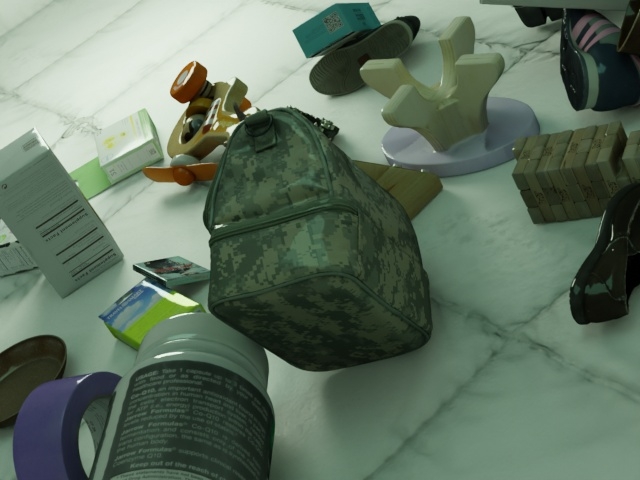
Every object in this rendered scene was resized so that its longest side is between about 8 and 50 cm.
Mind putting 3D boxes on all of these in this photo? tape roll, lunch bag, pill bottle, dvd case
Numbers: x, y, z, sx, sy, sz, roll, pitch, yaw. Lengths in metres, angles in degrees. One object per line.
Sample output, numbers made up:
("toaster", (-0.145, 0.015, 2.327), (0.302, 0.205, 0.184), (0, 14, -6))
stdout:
("tape roll", (-0.296, 0.265, 1.524), (0.080, 0.189, 0.189), (-12, 35, 27))
("lunch bag", (0.000, 0.000, 1.507), (0.213, 0.305, 0.256), (-14, 62, 24))
("pill bottle", (-0.159, 0.259, 1.401), (0.204, 0.204, 0.361), (-20, 32, 17))
("dvd case", (-0.237, 0.049, 1.929), (0.087, 0.013, 0.119), (-10, 19, -32))

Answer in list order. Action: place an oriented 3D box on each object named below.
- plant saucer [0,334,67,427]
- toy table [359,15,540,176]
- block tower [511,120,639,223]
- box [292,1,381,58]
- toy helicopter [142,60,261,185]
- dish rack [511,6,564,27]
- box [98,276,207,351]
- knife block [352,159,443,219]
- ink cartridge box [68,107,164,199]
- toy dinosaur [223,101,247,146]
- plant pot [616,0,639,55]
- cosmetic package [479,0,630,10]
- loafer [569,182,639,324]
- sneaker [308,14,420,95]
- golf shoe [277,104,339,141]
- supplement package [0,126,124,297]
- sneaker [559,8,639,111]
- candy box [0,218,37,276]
("plant saucer", (-0.475, 0.229, 1.882), (0.199, 0.036, 0.198), (-21, 32, 14))
("toy table", (0.187, -0.210, 1.851), (0.274, 0.161, 0.252), (-6, 38, 33))
("block tower", (0.412, -0.099, 1.559), (0.335, 0.091, 0.097), (-7, 36, 34))
("box", (0.034, -0.394, 2.241), (0.100, 0.060, 0.244), (-28, 2, 19))
("toy helicopter", (-0.194, -0.190, 2.158), (0.235, 0.140, 0.355), (-58, 26, -8))
("dish rack", (0.446, -0.479, 2.115), (0.208, 0.074, 0.271), (-14, 34, 24))
("box", (-0.258, 0.121, 1.850), (0.109, 0.042, 0.178), (-41, 31, -20))
("knife block", (0.036, -0.002, 1.765), (0.276, 0.242, 0.088), (6, 7, -39))
("ink cartridge box", (-0.434, -0.162, 2.415), (0.235, 0.056, 0.171), (-27, 31, 1))
("toy dinosaur", (-0.093, -0.051, 1.798), (0.127, 0.295, 0.200), (4, 36, -1))
("plant pot", (0.555, -0.326, 1.647), (0.230, 0.215, 0.215), (19, 44, 5))
("cosmetic package", (0.442, -0.448, 1.856), (0.366, 0.155, 0.197), (7, 29, 14))
("loafer", (0.372, 0.020, 1.444), (0.078, 0.080, 0.220), (8, 52, 33))
("sneaker", (0.089, -0.341, 2.232), (0.222, 0.083, 0.118), (-25, 9, 25))
("golf shoe", (-0.054, -0.149, 2.012), (0.105, 0.120, 0.273), (25, 24, 11))
("supplement package", (-0.471, -0.048, 2.083), (0.134, 0.244, 0.139), (-35, 31, -7))
("sneaker", (0.435, -0.281, 1.828), (0.131, 0.112, 0.319), (0, 34, 4))
("candy box", (-0.581, -0.010, 2.293), (0.196, 0.070, 0.165), (-14, 34, 26))
